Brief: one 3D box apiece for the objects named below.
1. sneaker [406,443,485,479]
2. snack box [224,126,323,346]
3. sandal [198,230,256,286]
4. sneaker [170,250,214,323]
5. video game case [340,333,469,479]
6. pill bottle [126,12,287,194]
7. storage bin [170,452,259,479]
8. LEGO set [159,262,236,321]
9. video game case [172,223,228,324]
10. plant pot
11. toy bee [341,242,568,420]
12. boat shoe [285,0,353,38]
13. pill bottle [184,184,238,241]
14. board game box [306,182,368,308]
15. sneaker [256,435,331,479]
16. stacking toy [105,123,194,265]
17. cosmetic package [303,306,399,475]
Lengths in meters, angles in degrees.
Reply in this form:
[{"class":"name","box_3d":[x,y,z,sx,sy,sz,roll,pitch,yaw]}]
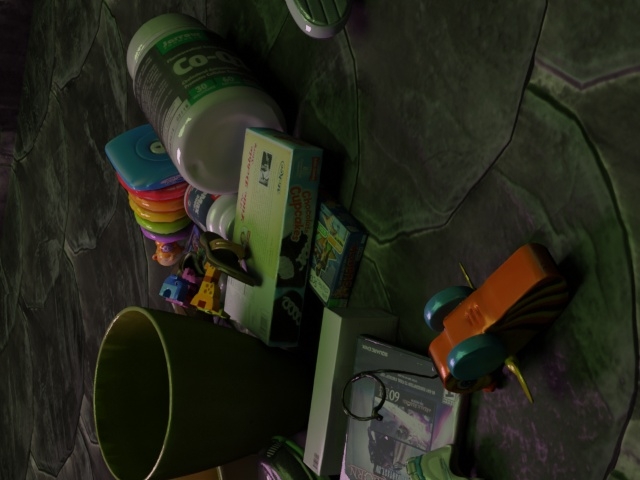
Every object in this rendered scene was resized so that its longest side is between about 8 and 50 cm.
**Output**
[{"class":"sneaker","box_3d":[0.184,0.343,1.504,0.083,0.071,0.190,-32,70,12]},{"class":"snack box","box_3d":[-0.079,-0.010,1.924,0.187,0.060,0.321,30,116,59]},{"class":"sandal","box_3d":[-0.150,0.019,1.935,0.049,0.072,0.180,-58,30,11]},{"class":"sneaker","box_3d":[-0.237,0.100,2.227,0.071,0.066,0.188,-60,41,34]},{"class":"video game case","box_3d":[0.110,0.283,1.627,0.196,0.026,0.274,15,101,44]},{"class":"pill bottle","box_3d":[-0.214,-0.253,2.108,0.361,0.204,0.204,53,133,48]},{"class":"storage bin","box_3d":[-0.189,0.378,2.115,0.262,0.123,0.260,-53,45,47]},{"class":"LEGO set","box_3d":[-0.199,0.078,2.122,0.227,0.087,0.093,13,78,39]},{"class":"video game case","box_3d":[-0.235,0.100,2.318,0.183,0.023,0.201,60,139,43]},{"class":"plant pot","box_3d":[-0.170,0.245,1.898,0.275,0.294,0.274,-8,80,56]},{"class":"toy bee","box_3d":[0.188,0.119,1.450,0.298,0.162,0.195,-21,60,33]},{"class":"boat shoe","box_3d":[-0.015,-0.414,1.883,0.094,0.109,0.302,103,162,-50]},{"class":"pill bottle","box_3d":[-0.161,-0.048,2.102,0.180,0.108,0.108,38,121,55]},{"class":"board game box","box_3d":[0.000,0.000,1.881,0.201,0.035,0.136,50,131,50]},{"class":"sneaker","box_3d":[-0.068,0.541,1.804,0.185,0.202,0.482,0,89,61]},{"class":"stacking toy","box_3d":[-0.298,-0.061,2.269,0.165,0.175,0.301,51,150,39]},{"class":"cosmetic package","box_3d":[0.043,0.218,1.729,0.060,0.099,0.239,28,112,61]}]
